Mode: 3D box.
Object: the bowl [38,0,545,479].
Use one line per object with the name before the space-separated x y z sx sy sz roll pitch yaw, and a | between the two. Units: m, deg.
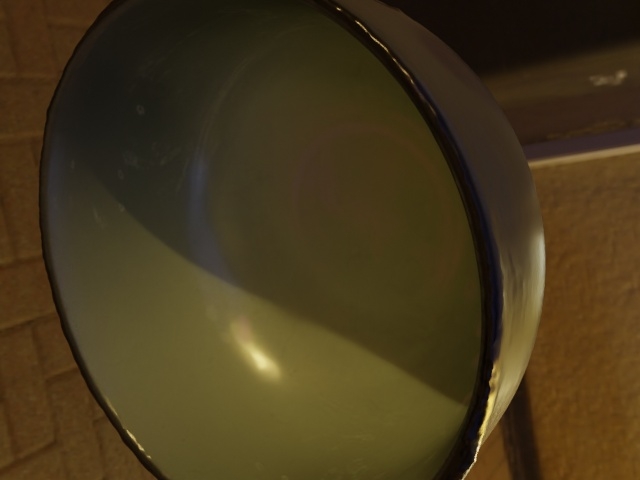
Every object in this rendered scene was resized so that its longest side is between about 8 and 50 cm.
bowl | 0.000 0.000 0.632 0.185 0.353 0.354 -19 100 -48
